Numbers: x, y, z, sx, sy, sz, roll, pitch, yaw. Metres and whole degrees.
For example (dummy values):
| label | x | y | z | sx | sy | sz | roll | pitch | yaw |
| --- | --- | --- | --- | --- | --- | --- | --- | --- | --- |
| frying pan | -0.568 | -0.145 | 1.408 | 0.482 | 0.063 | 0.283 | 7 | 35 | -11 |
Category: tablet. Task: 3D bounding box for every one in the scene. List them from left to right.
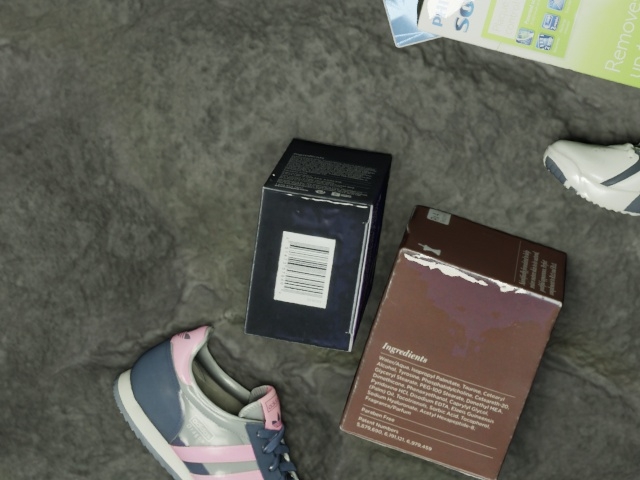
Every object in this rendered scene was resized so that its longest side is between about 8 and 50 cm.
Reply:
| label | x | y | z | sx | sy | sz | roll | pitch | yaw |
| --- | --- | --- | --- | --- | --- | --- | --- | --- | --- |
| tablet | 0.108 | -0.227 | 1.830 | 0.083 | 0.006 | 0.054 | -13 | 104 | 12 |

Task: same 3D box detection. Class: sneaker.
| label | x | y | z | sx | sy | sz | roll | pitch | yaw |
| --- | --- | --- | --- | --- | --- | --- | --- | --- | --- |
| sneaker | -0.071 | 0.229 | 1.936 | 0.131 | 0.112 | 0.319 | -41 | 98 | 20 |
| sneaker | 0.346 | -0.096 | 1.789 | 0.235 | 0.094 | 0.153 | 19 | 107 | 2 |

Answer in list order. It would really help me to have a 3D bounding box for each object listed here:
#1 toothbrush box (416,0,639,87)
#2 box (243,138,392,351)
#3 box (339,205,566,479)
| label | x | y | z | sx | sy | sz | roll | pitch | yaw |
| --- | --- | --- | --- | --- | --- | --- | --- | --- | --- |
| toothbrush box | 0.251 | -0.269 | 1.725 | 0.283 | 0.122 | 0.206 | 16 | 107 | -1 |
| box | 0.000 | 0.000 | 1.808 | 0.108 | 0.207 | 0.153 | 10 | 109 | 5 |
| box | 0.134 | 0.100 | 1.838 | 0.167 | 0.168 | 0.203 | 19 | 109 | 3 |
